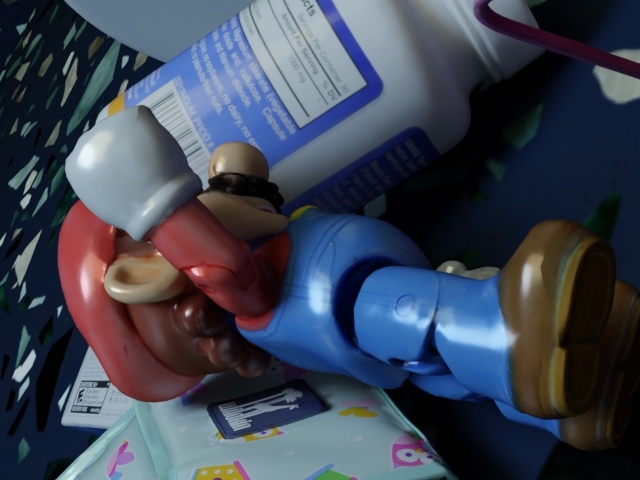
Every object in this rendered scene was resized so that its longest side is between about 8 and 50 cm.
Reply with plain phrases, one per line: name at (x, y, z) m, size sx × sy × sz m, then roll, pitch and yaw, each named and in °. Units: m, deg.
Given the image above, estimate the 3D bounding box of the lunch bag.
lunch bag at (-0.055, 0.173, 0.602) m, size 0.262 × 0.160 × 0.223 m, roll -47°, pitch 24°, yaw -2°

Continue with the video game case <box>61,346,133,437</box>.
video game case at (-0.100, 0.049, 0.881) m, size 0.269 × 0.061 × 0.244 m, roll -11°, pitch 57°, yaw 55°

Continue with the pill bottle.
pill bottle at (0.003, -0.096, 0.698) m, size 0.272 × 0.152 × 0.152 m, roll -32°, pitch 35°, yaw 9°

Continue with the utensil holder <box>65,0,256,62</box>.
utensil holder at (-0.063, -0.385, 0.932) m, size 0.327 × 0.328 × 0.385 m, roll -24°, pitch 47°, yaw 49°

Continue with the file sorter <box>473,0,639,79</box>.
file sorter at (0.185, -0.222, 0.442) m, size 0.182 × 0.202 × 0.290 m, roll -12°, pitch 70°, yaw 60°

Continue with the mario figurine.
mario figurine at (0.000, 0.000, 0.545) m, size 0.320 × 0.198 × 0.170 m, roll 8°, pitch 39°, yaw 31°
